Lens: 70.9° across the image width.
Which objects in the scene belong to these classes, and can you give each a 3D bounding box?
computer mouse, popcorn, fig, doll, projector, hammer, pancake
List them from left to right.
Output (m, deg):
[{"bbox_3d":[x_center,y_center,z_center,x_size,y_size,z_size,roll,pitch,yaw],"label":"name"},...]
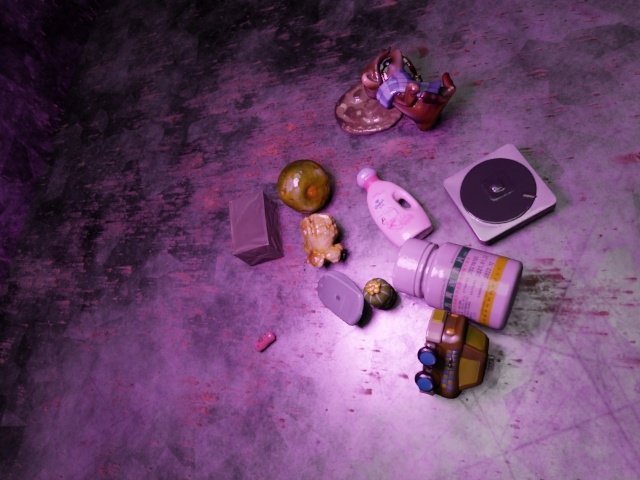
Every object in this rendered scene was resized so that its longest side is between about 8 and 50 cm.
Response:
[{"bbox_3d":[-0.200,0.362,1.613,0.083,0.043,0.043,-42,60,5],"label":"hammer"},{"bbox_3d":[-0.092,-0.219,1.717,0.206,0.206,0.275,-51,39,-2],"label":"fig"},{"bbox_3d":[-0.006,0.000,1.610,0.168,0.173,0.195,-11,91,58],"label":"popcorn"},{"bbox_3d":[0.075,0.186,1.516,0.231,0.079,0.128,40,120,44],"label":"computer mouse"},{"bbox_3d":[0.195,-0.532,1.780,0.294,0.049,0.295,-8,66,17],"label":"pancake"},{"bbox_3d":[0.310,-0.544,1.587,0.339,0.318,0.209,36,107,19],"label":"doll"},{"bbox_3d":[0.571,-0.148,1.453,0.257,0.079,0.259,-30,61,10],"label":"projector"}]

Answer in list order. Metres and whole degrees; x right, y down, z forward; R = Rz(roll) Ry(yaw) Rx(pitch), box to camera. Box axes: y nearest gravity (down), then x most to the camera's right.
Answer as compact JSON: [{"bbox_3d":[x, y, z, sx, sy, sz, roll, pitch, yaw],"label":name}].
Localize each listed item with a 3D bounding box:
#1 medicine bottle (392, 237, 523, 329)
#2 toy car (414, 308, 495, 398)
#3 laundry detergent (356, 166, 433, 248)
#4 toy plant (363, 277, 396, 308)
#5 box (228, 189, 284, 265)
[{"bbox_3d":[0.405,0.117,1.349,0.339,0.208,0.208,16,78,27],"label":"medicine bottle"},{"bbox_3d":[0.384,0.331,1.267,0.198,0.204,0.248,10,113,20],"label":"toy car"},{"bbox_3d":[0.244,-0.127,1.581,0.159,0.088,0.335,-35,61,2],"label":"laundry detergent"},{"bbox_3d":[0.189,0.170,1.447,0.092,0.162,0.093,-8,68,21],"label":"toy plant"},{"bbox_3d":[-0.245,-0.043,1.724,0.148,0.155,0.231,-16,64,14],"label":"box"}]
